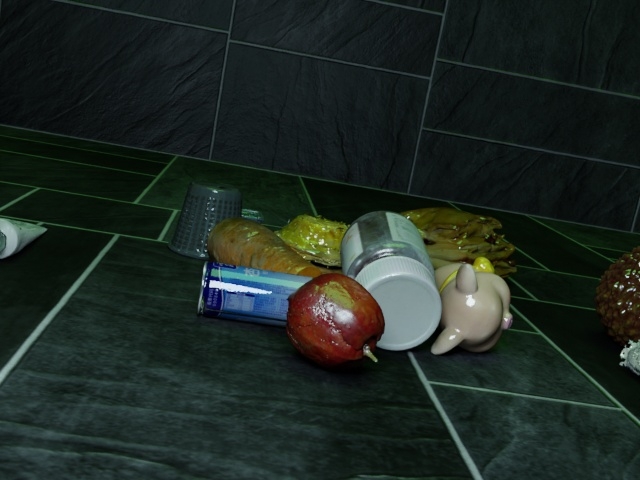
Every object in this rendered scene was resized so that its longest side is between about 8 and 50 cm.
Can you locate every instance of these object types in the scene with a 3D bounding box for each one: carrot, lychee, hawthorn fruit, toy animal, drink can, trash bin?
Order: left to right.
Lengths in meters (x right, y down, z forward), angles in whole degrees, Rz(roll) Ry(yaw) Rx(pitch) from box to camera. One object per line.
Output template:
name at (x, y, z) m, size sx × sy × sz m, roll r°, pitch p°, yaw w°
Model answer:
trash bin at (-0.247, -0.051, 1.797) m, size 0.176 × 0.160 × 0.175 m, roll 11°, pitch 9°, yaw -2°
carrot at (-0.117, 0.038, 1.550) m, size 0.139 × 0.138 × 0.302 m, roll 1°, pitch 15°, yaw -41°
drink can at (-0.088, 0.098, 1.360) m, size 0.235 × 0.097 × 0.097 m, roll 8°, pitch 11°, yaw -7°
hawthorn fruit at (0.031, 0.130, 1.202) m, size 0.148 × 0.148 × 0.172 m, roll -1°, pitch 25°, yaw -46°
toy animal at (0.265, 0.113, 1.464) m, size 0.149 × 0.165 × 0.248 m, roll 5°, pitch 5°, yaw -1°
lychee at (0.712, 0.105, 1.640) m, size 0.272 × 0.271 × 0.271 m, roll 10°, pitch 11°, yaw -2°

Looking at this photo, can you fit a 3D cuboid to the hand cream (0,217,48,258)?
hand cream at (-0.617, -0.018, 1.563) m, size 0.121 × 0.076 × 0.336 m, roll 13°, pitch 4°, yaw -14°

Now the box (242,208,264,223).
box at (-0.192, -0.048, 2.105) m, size 0.074 × 0.054 × 0.099 m, roll 6°, pitch 11°, yaw -12°

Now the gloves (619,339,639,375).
gloves at (0.628, 0.226, 1.440) m, size 0.114 × 0.070 × 0.153 m, roll 6°, pitch 14°, yaw -26°

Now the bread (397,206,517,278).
bread at (0.329, -0.004, 2.072) m, size 0.325 × 0.167 × 0.278 m, roll 21°, pitch 15°, yaw 39°

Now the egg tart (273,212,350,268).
egg tart at (0.000, -0.001, 1.686) m, size 0.213 × 0.090 × 0.212 m, roll 13°, pitch 12°, yaw -3°

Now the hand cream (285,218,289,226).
hand cream at (0.024, -0.014, 2.139) m, size 0.248 × 0.052 × 0.075 m, roll 10°, pitch 10°, yaw 1°

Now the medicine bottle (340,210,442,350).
medicine bottle at (0.123, 0.066, 1.439) m, size 0.165 × 0.165 × 0.273 m, roll 9°, pitch 24°, yaw -6°

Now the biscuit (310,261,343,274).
biscuit at (0.053, 0.076, 1.707) m, size 0.351 × 0.057 × 0.312 m, roll 3°, pitch 12°, yaw -34°
